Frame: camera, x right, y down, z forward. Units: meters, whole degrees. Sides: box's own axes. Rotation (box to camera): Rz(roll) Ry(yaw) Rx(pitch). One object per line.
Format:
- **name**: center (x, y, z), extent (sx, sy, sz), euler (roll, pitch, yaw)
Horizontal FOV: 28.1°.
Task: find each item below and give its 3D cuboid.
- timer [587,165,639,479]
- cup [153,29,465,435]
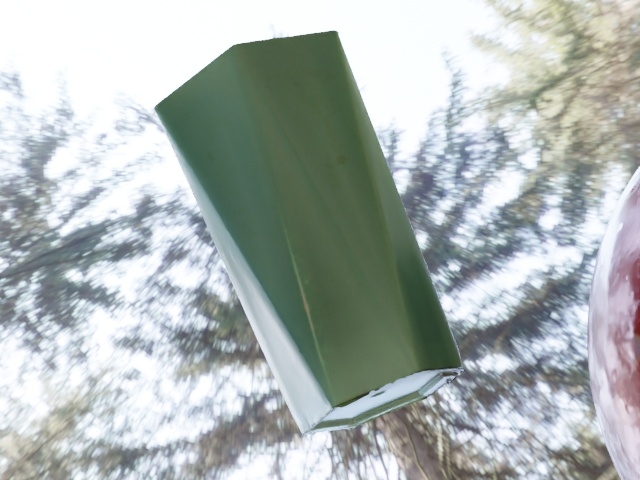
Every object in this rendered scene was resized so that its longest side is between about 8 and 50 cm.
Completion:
- **timer**: center (0.355, 0.072, 0.887), extent (0.378, 0.279, 0.378), euler (10, -104, -43)
- **cup**: center (0.000, 0.000, 0.833), extent (0.148, 0.134, 0.236), euler (-16, -107, -26)
